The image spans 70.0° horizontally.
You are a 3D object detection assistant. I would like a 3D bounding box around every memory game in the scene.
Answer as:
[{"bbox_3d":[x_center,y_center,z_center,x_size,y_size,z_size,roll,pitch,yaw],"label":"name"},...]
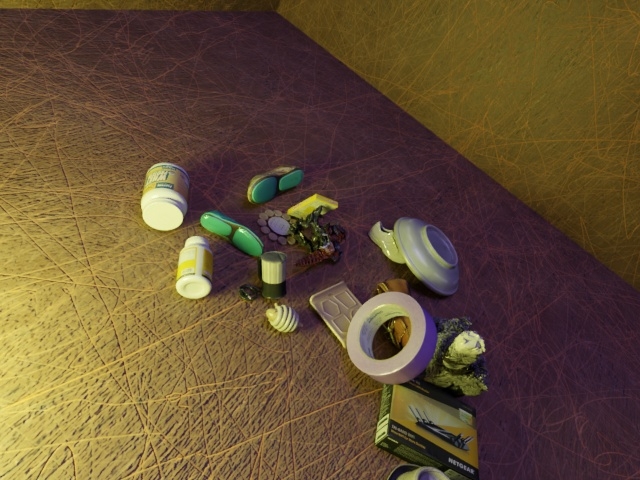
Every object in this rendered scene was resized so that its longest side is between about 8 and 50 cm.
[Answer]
[{"bbox_3d":[-0.158,-0.053,1.768,0.186,0.012,0.186,19,40,-17],"label":"memory game"}]

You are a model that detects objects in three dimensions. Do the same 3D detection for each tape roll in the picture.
[{"bbox_3d":[0.220,0.302,1.433,0.090,0.274,0.275,42,27,-40],"label":"tape roll"}]

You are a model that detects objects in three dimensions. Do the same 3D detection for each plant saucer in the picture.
[{"bbox_3d":[0.489,0.044,1.977,0.400,0.100,0.401,31,38,-28],"label":"plant saucer"}]

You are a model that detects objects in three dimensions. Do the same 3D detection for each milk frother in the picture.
[{"bbox_3d":[-0.184,0.117,1.465,0.129,0.135,0.143,15,26,29],"label":"milk frother"}]

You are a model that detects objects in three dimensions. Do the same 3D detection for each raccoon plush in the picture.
[{"bbox_3d":[0.470,0.317,1.503,0.215,0.447,0.299,15,53,-2],"label":"raccoon plush"}]

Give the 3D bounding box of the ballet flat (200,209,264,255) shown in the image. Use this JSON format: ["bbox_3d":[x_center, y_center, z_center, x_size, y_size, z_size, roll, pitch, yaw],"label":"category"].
[{"bbox_3d":[-0.297,-0.035,1.600,0.247,0.083,0.087,30,24,-7],"label":"ballet flat"}]

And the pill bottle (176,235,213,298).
[{"bbox_3d":[-0.381,0.077,1.396,0.103,0.103,0.184,14,42,-23],"label":"pill bottle"}]

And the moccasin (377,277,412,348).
[{"bbox_3d":[0.276,0.281,1.615,0.146,0.139,0.380,-3,44,-4],"label":"moccasin"}]

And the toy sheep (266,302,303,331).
[{"bbox_3d":[-0.110,0.244,1.426,0.132,0.091,0.091,21,39,-23],"label":"toy sheep"}]

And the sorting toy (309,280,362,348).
[{"bbox_3d":[0.080,0.256,1.589,0.193,0.038,0.208,-19,66,-46],"label":"sorting toy"}]

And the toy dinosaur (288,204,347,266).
[{"bbox_3d":[0.000,0.000,1.719,0.218,0.164,0.322,55,19,-8],"label":"toy dinosaur"}]

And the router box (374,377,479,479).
[{"bbox_3d":[0.328,0.564,1.389,0.308,0.081,0.243,28,38,-6],"label":"router box"}]

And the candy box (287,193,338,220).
[{"bbox_3d":[-0.033,-0.125,1.779,0.105,0.205,0.027,16,68,-32],"label":"candy box"}]

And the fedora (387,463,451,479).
[{"bbox_3d":[0.289,0.705,1.174,0.243,0.124,0.276,11,43,-25],"label":"fedora"}]

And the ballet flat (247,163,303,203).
[{"bbox_3d":[-0.208,-0.237,1.866,0.123,0.123,0.348,43,39,12],"label":"ballet flat"}]

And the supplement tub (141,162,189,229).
[{"bbox_3d":[-0.511,-0.146,1.511,0.144,0.144,0.200,13,42,-24],"label":"supplement tub"}]

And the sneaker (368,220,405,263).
[{"bbox_3d":[0.303,0.007,1.964,0.212,0.094,0.080,43,37,12],"label":"sneaker"}]
